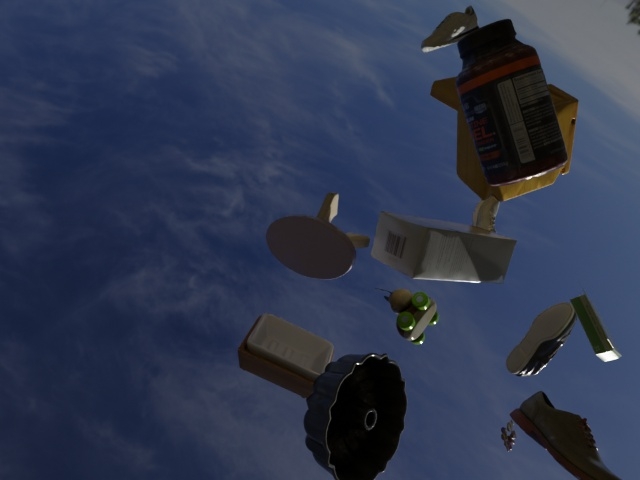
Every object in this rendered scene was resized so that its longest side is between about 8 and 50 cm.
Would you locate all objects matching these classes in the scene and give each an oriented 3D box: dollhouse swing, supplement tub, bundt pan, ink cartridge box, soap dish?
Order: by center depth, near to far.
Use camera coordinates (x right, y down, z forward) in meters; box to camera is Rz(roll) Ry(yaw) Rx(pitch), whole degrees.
[{"bbox_3d":[0.243,-0.178,0.598,0.106,0.106,0.197,-25,-82,-45],"label":"supplement tub"},{"bbox_3d":[0.083,0.443,1.177,0.331,0.124,0.330,-1,-88,-45],"label":"bundt pan"},{"bbox_3d":[0.753,0.229,1.266,0.235,0.056,0.171,29,-139,-44],"label":"ink cartridge box"},{"bbox_3d":[0.527,-0.333,1.399,0.347,0.314,0.305,-19,-151,-21],"label":"dollhouse swing"},{"bbox_3d":[-0.110,0.377,1.500,0.291,0.118,0.229,24,-159,1],"label":"soap dish"}]

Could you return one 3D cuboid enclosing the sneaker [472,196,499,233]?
[{"bbox_3d":[0.641,-0.048,1.753,0.099,0.262,0.121,26,178,-27],"label":"sneaker"}]

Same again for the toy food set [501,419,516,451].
[{"bbox_3d":[0.626,0.655,1.522,0.122,0.019,0.077,1,-109,-52],"label":"toy food set"}]

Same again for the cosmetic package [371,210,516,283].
[{"bbox_3d":[0.377,0.024,1.396,0.386,0.156,0.217,4,-166,-32],"label":"cosmetic package"}]

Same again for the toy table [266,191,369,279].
[{"bbox_3d":[0.000,0.000,1.314,0.275,0.252,0.161,26,-151,20],"label":"toy table"}]

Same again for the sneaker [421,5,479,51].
[{"bbox_3d":[0.428,-0.706,1.534,0.235,0.094,0.090,-29,-156,-18],"label":"sneaker"}]

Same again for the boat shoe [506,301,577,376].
[{"bbox_3d":[0.777,0.346,1.578,0.096,0.335,0.112,19,-150,-18],"label":"boat shoe"}]

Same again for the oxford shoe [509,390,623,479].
[{"bbox_3d":[0.627,0.496,1.130,0.123,0.130,0.348,40,180,-26],"label":"oxford shoe"}]

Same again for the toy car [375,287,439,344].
[{"bbox_3d":[0.253,0.211,1.432,0.188,0.155,0.149,31,-103,39],"label":"toy car"}]
